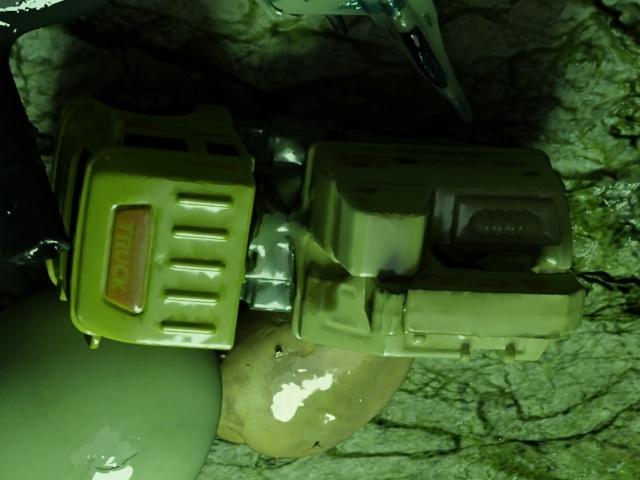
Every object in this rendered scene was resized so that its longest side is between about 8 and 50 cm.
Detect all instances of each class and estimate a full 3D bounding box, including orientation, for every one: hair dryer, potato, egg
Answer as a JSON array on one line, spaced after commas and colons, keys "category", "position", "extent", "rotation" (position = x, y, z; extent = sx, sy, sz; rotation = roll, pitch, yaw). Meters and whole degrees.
[{"category": "hair dryer", "position": [-0.222, -0.102, 1.188], "extent": [0.197, 0.251, 0.089], "rotation": [-18, 170, 4]}, {"category": "potato", "position": [-0.002, 0.113, 1.509], "extent": [0.235, 0.128, 0.161], "rotation": [-23, 139, 6]}, {"category": "egg", "position": [-0.200, 0.145, 1.441], "extent": [0.219, 0.219, 0.269], "rotation": [16, 135, -24]}]

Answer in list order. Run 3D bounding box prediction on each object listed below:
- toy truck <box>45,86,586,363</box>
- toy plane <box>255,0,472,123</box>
[{"category": "toy truck", "position": [0.000, 0.000, 1.297], "extent": [0.405, 0.254, 0.180], "rotation": [5, 105, -13]}, {"category": "toy plane", "position": [0.058, -0.180, 1.263], "extent": [0.192, 0.088, 0.262], "rotation": [-19, 145, 17]}]
